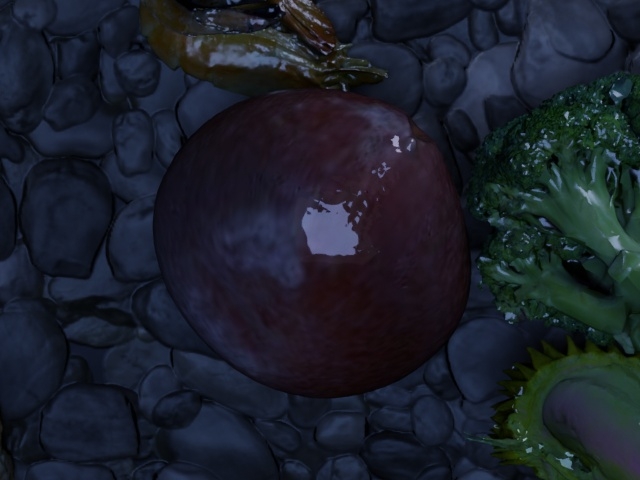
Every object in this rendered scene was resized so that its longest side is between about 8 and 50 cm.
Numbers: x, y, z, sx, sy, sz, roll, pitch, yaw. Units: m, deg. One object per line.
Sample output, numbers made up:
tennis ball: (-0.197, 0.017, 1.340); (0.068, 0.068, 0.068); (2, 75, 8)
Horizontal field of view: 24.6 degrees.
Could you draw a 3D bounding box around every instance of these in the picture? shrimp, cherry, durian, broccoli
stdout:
shrimp: (-0.045, -0.173, 1.207); (0.217, 0.051, 0.115); (20, 103, 1)
cherry: (0.000, 0.000, 1.145); (0.261, 0.307, 0.221); (39, 60, -5)
shrimp: (-0.051, -0.244, 1.160); (0.219, 0.046, 0.152); (-26, 67, 6)
durian: (0.275, 0.216, 1.224); (0.157, 0.169, 0.355); (-43, 99, 15)
broccoli: (0.241, -0.014, 1.117); (0.270, 0.270, 0.270); (-7, 130, -8)

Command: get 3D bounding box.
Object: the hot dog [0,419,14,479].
hot dog: (-0.469, 0.243, 1.282); (0.366, 0.196, 0.367); (-7, 102, 10)
